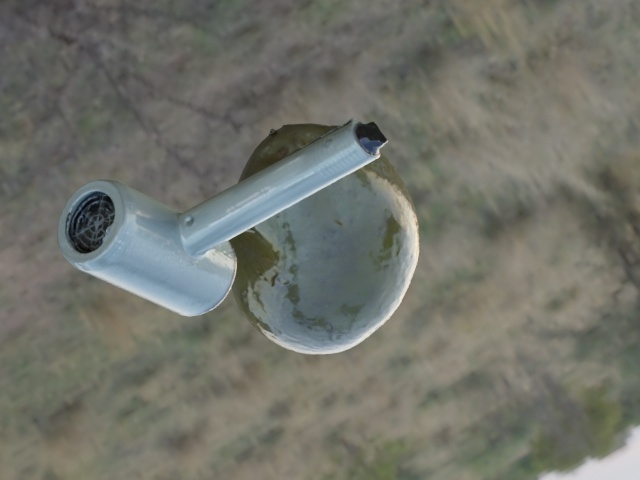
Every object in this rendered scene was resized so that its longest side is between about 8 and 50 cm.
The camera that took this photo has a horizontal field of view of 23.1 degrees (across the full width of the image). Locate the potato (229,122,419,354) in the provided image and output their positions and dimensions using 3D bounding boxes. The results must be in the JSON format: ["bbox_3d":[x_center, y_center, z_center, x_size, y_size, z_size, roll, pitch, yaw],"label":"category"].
[{"bbox_3d":[0.000,0.000,1.447,0.160,0.235,0.178,13,-134,41],"label":"potato"}]

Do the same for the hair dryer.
[{"bbox_3d":[-0.059,-0.026,1.111,0.236,0.073,0.131,-24,150,25],"label":"hair dryer"}]
